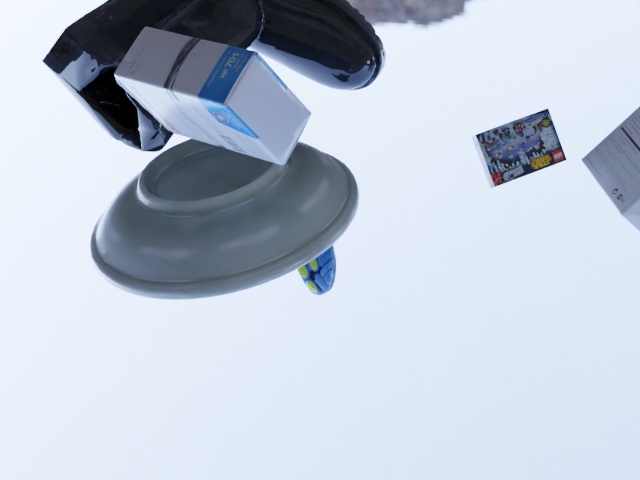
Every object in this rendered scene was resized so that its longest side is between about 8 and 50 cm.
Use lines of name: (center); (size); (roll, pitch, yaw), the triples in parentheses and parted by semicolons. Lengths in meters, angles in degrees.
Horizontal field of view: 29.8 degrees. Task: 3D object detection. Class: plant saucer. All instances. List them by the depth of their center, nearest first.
plant saucer: (-0.148, -0.067, 1.729); (0.401, 0.100, 0.400); (-10, -148, 6)

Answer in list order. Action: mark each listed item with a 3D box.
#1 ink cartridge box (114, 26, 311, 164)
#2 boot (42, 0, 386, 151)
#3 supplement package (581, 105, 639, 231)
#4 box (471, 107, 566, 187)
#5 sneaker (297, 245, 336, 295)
ink cartridge box: (-0.129, -0.173, 1.437); (0.191, 0.139, 0.082); (21, -105, 37)
boot: (-0.138, -0.266, 1.779); (0.367, 0.146, 0.445); (34, -141, 4)
supplement package: (0.588, -0.137, 1.846); (0.177, 0.293, 0.175); (37, -161, -29)
box: (0.330, -0.153, 1.995); (0.137, 0.094, 0.027); (-21, -178, -10)
sneaker: (0.000, 0.000, 1.896); (0.067, 0.078, 0.188); (-24, -123, 23)
